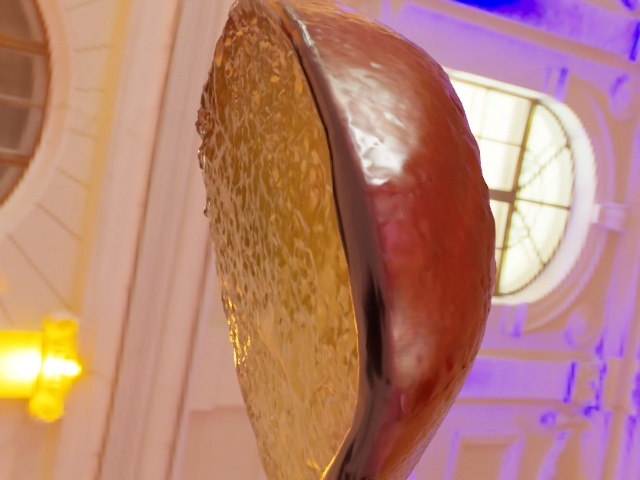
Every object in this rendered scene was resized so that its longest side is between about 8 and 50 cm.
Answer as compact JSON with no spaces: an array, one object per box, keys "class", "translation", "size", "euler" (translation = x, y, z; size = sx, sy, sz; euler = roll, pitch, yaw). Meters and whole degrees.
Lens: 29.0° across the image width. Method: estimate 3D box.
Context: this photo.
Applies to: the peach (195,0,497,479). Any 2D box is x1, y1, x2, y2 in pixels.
[{"class":"peach","translation":[0.004,0.001,0.444],"size":[0.279,0.068,0.189],"euler":[-116,-151,-60]}]
